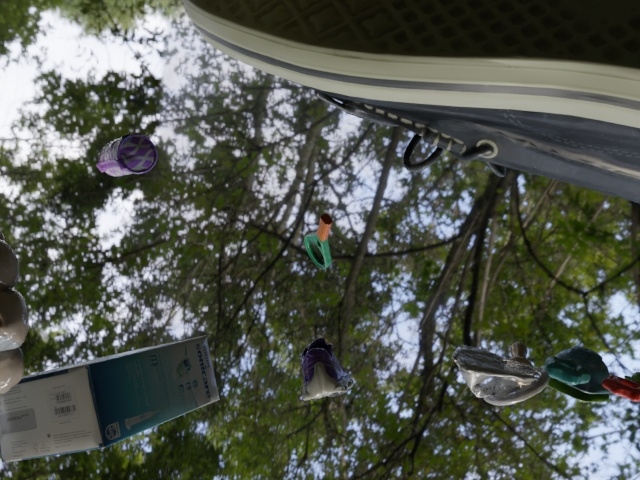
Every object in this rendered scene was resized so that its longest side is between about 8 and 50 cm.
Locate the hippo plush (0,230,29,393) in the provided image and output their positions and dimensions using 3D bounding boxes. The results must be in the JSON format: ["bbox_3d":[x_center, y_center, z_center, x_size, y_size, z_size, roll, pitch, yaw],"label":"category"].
[{"bbox_3d":[-0.566,0.091,0.870,0.236,0.234,0.294,-5,-161,-42],"label":"hippo plush"}]

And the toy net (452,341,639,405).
[{"bbox_3d":[0.218,0.135,0.587,0.232,0.045,0.122,6,-167,-35],"label":"toy net"}]

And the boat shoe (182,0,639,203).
[{"bbox_3d":[0.120,-0.132,0.457,0.500,0.156,0.187,17,-114,19],"label":"boat shoe"}]

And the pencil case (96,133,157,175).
[{"bbox_3d":[-0.413,-0.176,1.342,0.088,0.206,0.086,-44,-68,-19],"label":"pencil case"}]

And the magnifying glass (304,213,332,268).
[{"bbox_3d":[0.000,0.000,1.463,0.026,0.231,0.092,-30,-107,-20],"label":"magnifying glass"}]

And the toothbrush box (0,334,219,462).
[{"bbox_3d":[-0.345,0.255,1.053,0.295,0.216,0.126,1,-105,-64],"label":"toothbrush box"}]

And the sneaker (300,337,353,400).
[{"bbox_3d":[0.006,0.159,0.798,0.068,0.170,0.071,-9,-100,-3],"label":"sneaker"}]
